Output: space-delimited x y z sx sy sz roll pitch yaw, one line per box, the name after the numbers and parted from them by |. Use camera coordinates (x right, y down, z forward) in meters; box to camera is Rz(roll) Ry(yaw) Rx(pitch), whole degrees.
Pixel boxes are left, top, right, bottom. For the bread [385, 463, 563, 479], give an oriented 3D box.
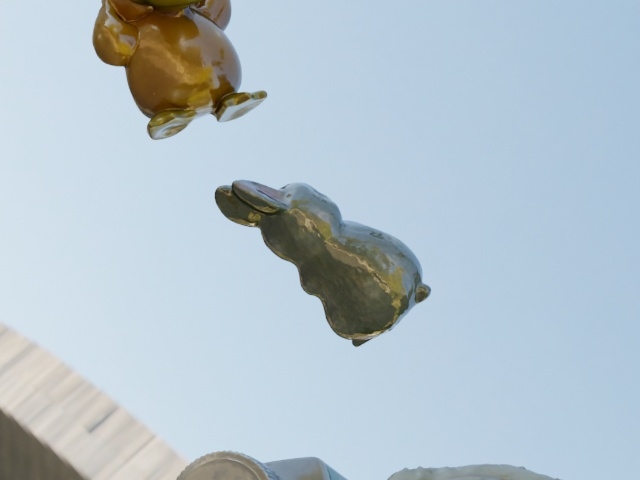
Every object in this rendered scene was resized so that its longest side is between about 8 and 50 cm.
0.088 0.222 0.788 0.134 0.148 0.141 -122 -153 -43 | bread

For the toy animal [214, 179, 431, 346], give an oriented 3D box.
0.006 -0.003 1.286 0.138 0.108 0.236 -19 -61 39 | toy animal

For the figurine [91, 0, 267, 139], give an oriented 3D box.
-0.189 -0.251 1.591 0.215 0.215 0.228 10 -65 52 | figurine

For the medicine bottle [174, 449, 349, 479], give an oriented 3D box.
-0.038 0.224 0.947 0.188 0.132 0.088 48 26 -57 | medicine bottle
